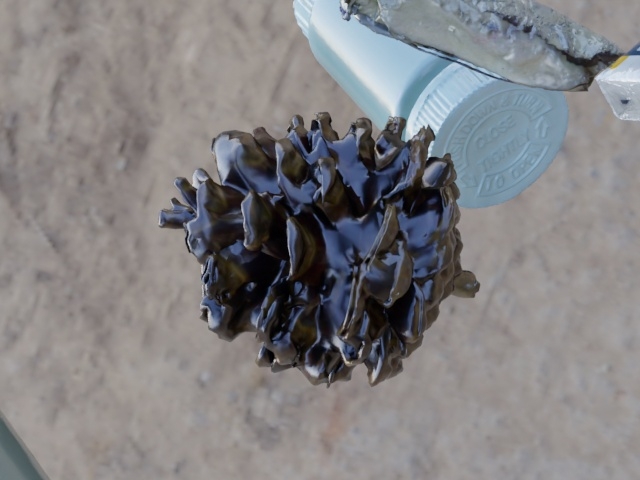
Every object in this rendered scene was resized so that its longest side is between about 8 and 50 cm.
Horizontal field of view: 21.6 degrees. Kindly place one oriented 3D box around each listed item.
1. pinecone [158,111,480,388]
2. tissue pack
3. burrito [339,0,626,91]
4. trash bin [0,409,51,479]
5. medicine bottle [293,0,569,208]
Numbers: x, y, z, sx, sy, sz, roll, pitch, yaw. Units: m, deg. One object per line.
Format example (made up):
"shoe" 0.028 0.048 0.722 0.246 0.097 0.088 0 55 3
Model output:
"pinecone" 0.004 0.010 1.386 0.243 0.257 0.243 169 90 -79
"tissue pack" 0.228 -0.114 1.074 0.083 0.042 0.062 -40 24 -19
"burrito" 0.122 -0.163 1.265 0.058 0.230 0.063 171 115 -74
"trash bin" -0.234 0.237 0.916 0.280 0.432 0.280 -24 22 10
"medicine bottle" 0.101 -0.181 1.686 0.158 0.158 0.318 -53 45 15
